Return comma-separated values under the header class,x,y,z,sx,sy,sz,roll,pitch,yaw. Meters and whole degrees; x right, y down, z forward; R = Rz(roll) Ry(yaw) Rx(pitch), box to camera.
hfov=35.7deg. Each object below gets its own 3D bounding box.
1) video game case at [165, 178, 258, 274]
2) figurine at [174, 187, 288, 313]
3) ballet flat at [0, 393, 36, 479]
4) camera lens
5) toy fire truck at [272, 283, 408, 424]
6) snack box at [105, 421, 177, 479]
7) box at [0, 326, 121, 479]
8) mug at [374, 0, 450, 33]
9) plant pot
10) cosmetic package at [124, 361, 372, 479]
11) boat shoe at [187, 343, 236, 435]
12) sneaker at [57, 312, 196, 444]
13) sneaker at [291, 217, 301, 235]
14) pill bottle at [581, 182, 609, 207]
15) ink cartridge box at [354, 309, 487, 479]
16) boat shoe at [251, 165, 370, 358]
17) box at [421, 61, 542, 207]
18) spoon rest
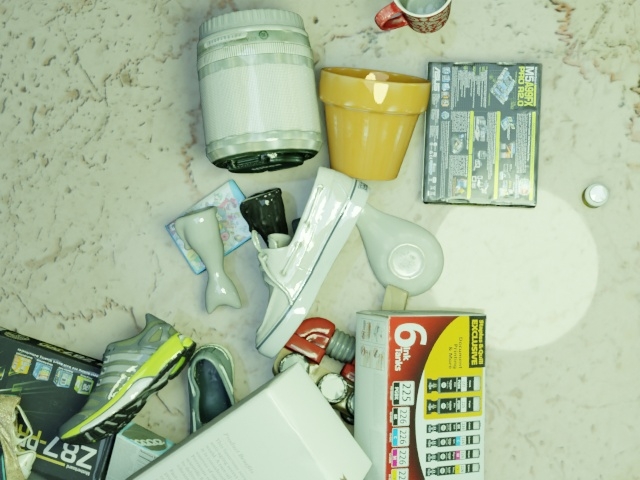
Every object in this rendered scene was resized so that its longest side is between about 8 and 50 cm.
class,x,y,z,sx,sy,sz,roll,pitch,yaw
video game case,-0.209,-0.027,1.969,0.166,0.015,0.119,-34,83,6
figurine,-0.151,0.027,1.915,0.215,0.092,0.209,-15,98,6
ballet flat,-0.578,0.391,1.889,0.067,0.073,0.206,-12,91,-8
camera lens,-0.116,-0.271,1.860,0.219,0.219,0.274,-7,87,8
toy fire truck,0.053,0.195,1.872,0.217,0.158,0.246,27,72,3
snack box,-0.257,0.497,1.894,0.322,0.060,0.187,24,115,12
box,-0.588,0.357,1.971,0.395,0.097,0.318,18,92,7
mug,0.176,-0.448,1.849,0.150,0.169,0.113,-4,88,9
plant pot,0.092,-0.215,1.852,0.205,0.205,0.187,9,105,9
cosmetic package,-0.165,0.434,1.720,0.453,0.161,0.230,-36,89,22
boat shoe,-0.206,0.361,1.911,0.116,0.099,0.319,-5,89,5
sneaker,-0.376,0.262,1.862,0.300,0.111,0.121,-42,71,-16
sneaker,0.001,0.000,1.918,0.089,0.051,0.170,-18,82,12
pill bottle,0.507,-0.083,1.830,0.043,0.083,0.043,0,88,8
ink cartridge box,0.207,0.281,1.779,0.272,0.130,0.309,1,90,-25
boat shoe,-0.061,0.029,1.807,0.156,0.136,0.367,28,101,-5
box,0.304,-0.199,1.877,0.216,0.060,0.270,2,88,8
spoon rest,0.119,-0.011,1.898,0.137,0.084,0.276,-43,96,6
